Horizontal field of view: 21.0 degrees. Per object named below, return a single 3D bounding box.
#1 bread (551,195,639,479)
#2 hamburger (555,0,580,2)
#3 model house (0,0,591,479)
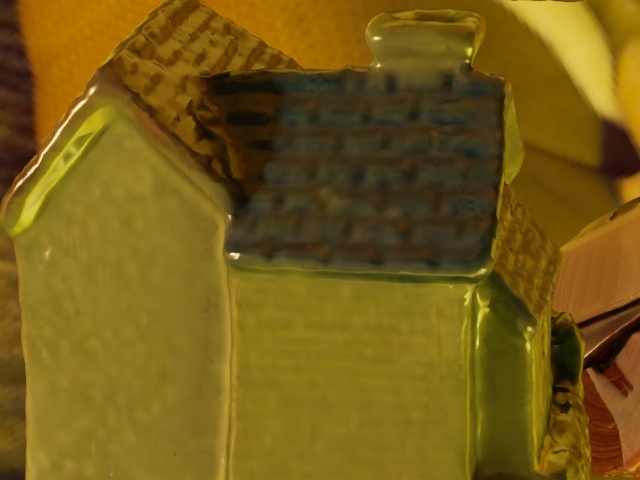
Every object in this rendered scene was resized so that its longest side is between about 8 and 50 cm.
[{"bbox_3d":[0.253,0.080,1.331,0.142,0.224,0.212,11,69,-22],"label":"bread"},{"bbox_3d":[0.135,-0.276,1.332,0.309,0.132,0.211,9,41,-26],"label":"hamburger"},{"bbox_3d":[0.000,0.000,0.665,0.195,0.214,0.189,-57,145,-60],"label":"model house"}]
